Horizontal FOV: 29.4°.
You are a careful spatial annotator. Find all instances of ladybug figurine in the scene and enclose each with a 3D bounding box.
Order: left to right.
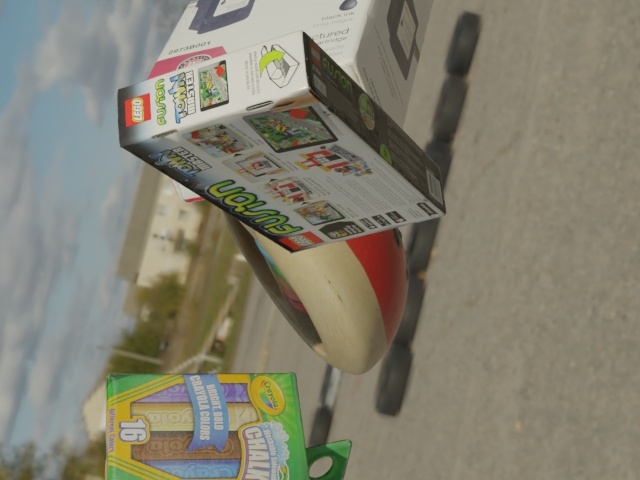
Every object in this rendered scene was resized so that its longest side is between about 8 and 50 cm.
[{"bbox_3d":[0.000,0.000,1.556,0.162,0.305,0.449,-37,-29,-9],"label":"ladybug figurine"}]

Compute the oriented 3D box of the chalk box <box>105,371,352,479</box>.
[{"bbox_3d":[-0.079,0.203,1.052,0.132,0.213,0.132,-98,13,-46],"label":"chalk box"}]

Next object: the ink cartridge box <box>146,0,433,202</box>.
[{"bbox_3d":[-0.018,-0.149,0.943,0.237,0.172,0.100,-74,-32,-47],"label":"ink cartridge box"}]

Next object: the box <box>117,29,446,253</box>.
[{"bbox_3d":[-0.014,-0.048,0.712,0.207,0.114,0.036,35,-134,-60],"label":"box"}]
